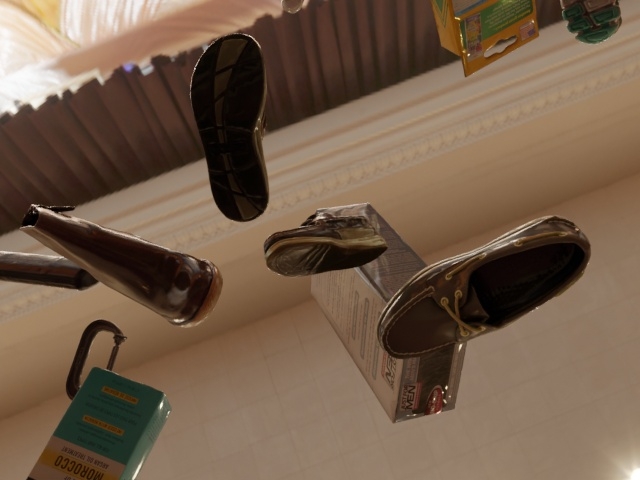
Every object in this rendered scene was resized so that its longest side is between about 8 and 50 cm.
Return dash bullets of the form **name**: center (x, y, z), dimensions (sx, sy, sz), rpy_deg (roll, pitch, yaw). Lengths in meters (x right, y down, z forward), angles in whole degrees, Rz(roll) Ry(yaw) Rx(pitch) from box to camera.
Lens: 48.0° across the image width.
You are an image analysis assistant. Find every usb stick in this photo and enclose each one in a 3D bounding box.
- **usb stick**: center (-0.515, 0.053, 1.295), dimensions (0.278, 0.045, 0.077), rpy_deg (4, -153, 23)

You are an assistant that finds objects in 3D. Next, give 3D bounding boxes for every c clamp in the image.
- **c clamp**: center (-0.351, 0.205, 1.153), dimensions (0.137, 0.022, 0.160), rpy_deg (-2, -111, 32)

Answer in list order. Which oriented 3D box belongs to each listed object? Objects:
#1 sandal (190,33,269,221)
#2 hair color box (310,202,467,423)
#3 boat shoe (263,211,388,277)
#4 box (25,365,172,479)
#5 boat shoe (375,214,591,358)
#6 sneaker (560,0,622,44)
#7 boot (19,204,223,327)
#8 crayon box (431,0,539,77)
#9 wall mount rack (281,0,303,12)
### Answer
- **sandal**: center (-0.139, -0.181, 1.169), dimensions (0.120, 0.302, 0.086), rpy_deg (3, -158, 7)
- **hair color box**: center (0.099, 0.103, 1.201), dimensions (0.114, 0.185, 0.374), rpy_deg (-8, -149, -19)
- **boat shoe**: center (0.001, -0.001, 0.986), dimensions (0.080, 0.223, 0.073), rpy_deg (-45, -118, 35)
- **box**: center (-0.273, 0.275, 0.820), dimensions (0.100, 0.060, 0.244), rpy_deg (18, -121, 11)
- **boat shoe**: center (0.203, 0.068, 0.928), dimensions (0.305, 0.091, 0.109), rpy_deg (-31, -83, 11)
- **sneaker**: center (0.265, -0.278, 0.737), dimensions (0.065, 0.076, 0.166), rpy_deg (-17, -91, 36)
- **boot**: center (-0.250, 0.026, 0.876), dimensions (0.248, 0.207, 0.090), rpy_deg (10, -105, 56)
- **crayon box**: center (0.333, -0.533, 1.498), dimensions (0.203, 0.323, 0.083), rpy_deg (-30, -140, -8)
- **wall mount rack**: center (0.073, -0.350, 0.678), dimensions (0.350, 0.130, 0.304), rpy_deg (-9, -103, 16)
